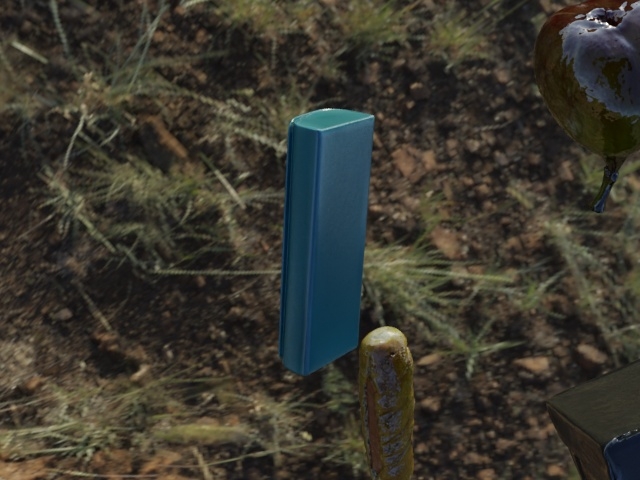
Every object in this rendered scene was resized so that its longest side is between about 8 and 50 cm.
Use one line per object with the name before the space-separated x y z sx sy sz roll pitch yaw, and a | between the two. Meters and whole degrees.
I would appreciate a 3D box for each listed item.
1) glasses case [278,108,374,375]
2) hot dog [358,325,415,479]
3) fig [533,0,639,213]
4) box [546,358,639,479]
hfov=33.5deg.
glasses case | -0.002 0.000 1.262 0.117 0.070 0.300 -22 123 -52
hot dog | 0.097 0.244 1.481 0.088 0.061 0.285 -37 135 -32
fig | 0.348 -0.156 1.293 0.170 0.145 0.274 -16 118 -14
box | 0.470 0.273 1.365 0.251 0.345 0.204 -24 90 2
